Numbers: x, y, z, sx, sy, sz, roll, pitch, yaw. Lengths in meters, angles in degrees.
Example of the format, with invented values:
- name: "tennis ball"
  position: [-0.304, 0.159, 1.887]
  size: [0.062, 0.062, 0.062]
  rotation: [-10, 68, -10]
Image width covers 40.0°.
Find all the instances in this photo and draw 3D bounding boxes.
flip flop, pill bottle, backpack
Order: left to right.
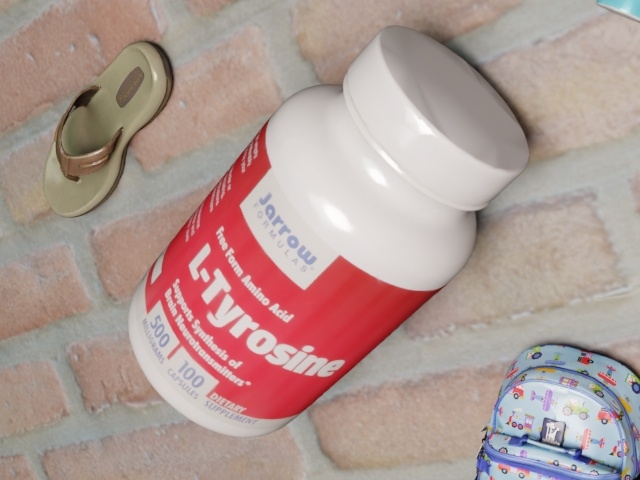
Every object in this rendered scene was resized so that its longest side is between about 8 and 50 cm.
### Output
- name: "flip flop"
  position: [-0.282, -0.135, 1.097]
  size: [0.277, 0.080, 0.112]
  rotation: [-43, 79, 34]
- name: "pill bottle"
  position: [0.000, 0.000, 0.861]
  size: [0.229, 0.229, 0.408]
  rotation: [50, 124, 11]
- name: "backpack"
  position: [0.229, 0.195, 0.837]
  size: [0.158, 0.117, 0.173]
  rotation: [15, 108, 28]

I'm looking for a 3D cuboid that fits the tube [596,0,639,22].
- name: "tube"
  position: [0.292, -0.278, 0.705]
  size: [0.080, 0.052, 0.207]
  rotation: [28, 107, 17]
